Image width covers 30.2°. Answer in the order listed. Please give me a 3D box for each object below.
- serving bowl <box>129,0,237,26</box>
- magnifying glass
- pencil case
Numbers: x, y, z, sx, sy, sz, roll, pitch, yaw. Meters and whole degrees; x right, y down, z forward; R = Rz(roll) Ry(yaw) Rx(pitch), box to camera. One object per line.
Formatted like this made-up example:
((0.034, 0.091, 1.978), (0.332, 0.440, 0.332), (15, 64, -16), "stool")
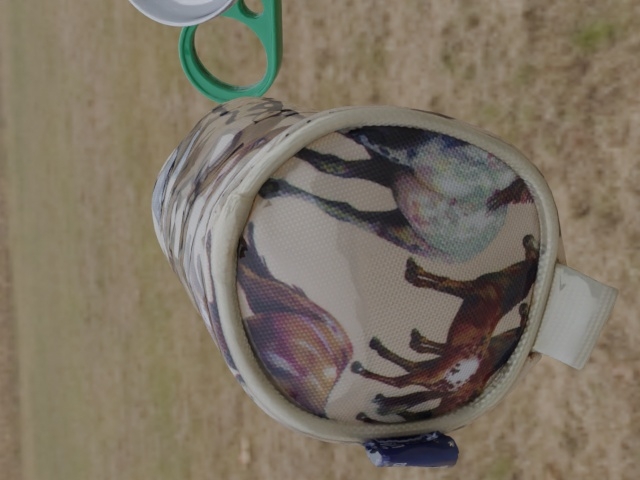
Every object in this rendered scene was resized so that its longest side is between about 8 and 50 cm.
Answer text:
((-0.063, -0.147, 0.577), (0.027, 0.083, 0.083), (-24, -60, -63), "serving bowl")
((-0.052, -0.206, 0.991), (0.231, 0.092, 0.026), (-58, 1, 43), "magnifying glass")
((0.000, 0.000, 0.697), (0.160, 0.183, 0.410), (-61, 14, 0), "pencil case")
